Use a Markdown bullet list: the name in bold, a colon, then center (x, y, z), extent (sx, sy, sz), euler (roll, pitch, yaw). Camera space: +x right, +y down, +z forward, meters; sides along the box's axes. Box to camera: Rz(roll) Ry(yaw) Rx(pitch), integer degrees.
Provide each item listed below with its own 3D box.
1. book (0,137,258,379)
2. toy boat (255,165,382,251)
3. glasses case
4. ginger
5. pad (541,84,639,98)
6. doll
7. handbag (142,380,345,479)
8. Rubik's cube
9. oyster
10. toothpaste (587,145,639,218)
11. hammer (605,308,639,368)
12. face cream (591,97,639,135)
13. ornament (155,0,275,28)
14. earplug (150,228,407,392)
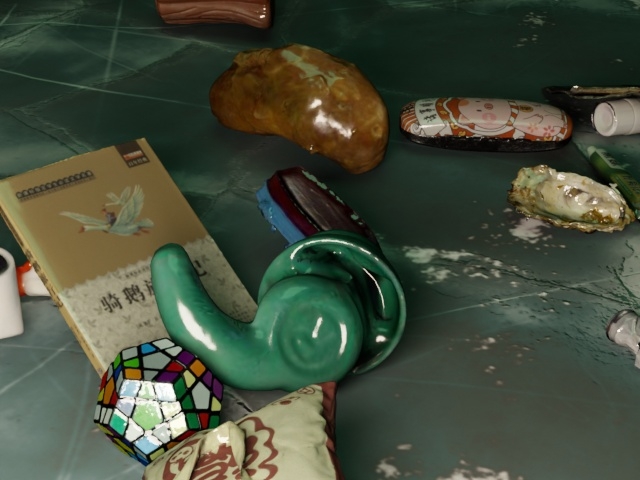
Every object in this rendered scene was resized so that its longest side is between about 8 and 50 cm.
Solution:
- **book**: center (-0.210, 0.030, 1.418), extent (0.217, 0.021, 0.310), euler (-22, 70, -38)
- **toy boat**: center (0.000, 0.000, 1.577), extent (0.100, 0.097, 0.223), euler (-18, 52, -37)
- **glasses case**: center (0.255, -0.179, 1.928), extent (0.266, 0.067, 0.103), euler (3, 28, 0)
- **ginger**: center (-0.032, -0.216, 1.872), extent (0.321, 0.172, 0.165), euler (23, 35, 31)
- **pad**: center (0.466, -0.244, 2.028), extent (0.174, 0.022, 0.233), euler (-2, 8, -3)
- **doll**: center (-0.349, 0.045, 1.424), extent (0.271, 0.144, 0.208), euler (-7, 21, -6)
- **handbag**: center (-0.069, 0.232, 1.122), extent (0.213, 0.127, 0.235), euler (-21, 26, 4)
- **Rubik's cube**: center (-0.162, 0.164, 1.255), extent (0.133, 0.133, 0.112), euler (-15, 62, -27)
- **oyster**: center (0.346, -0.050, 1.723), extent (0.177, 0.056, 0.105), euler (6, 41, 8)
- **toothpaste**: center (0.437, -0.085, 1.812), extent (0.049, 0.031, 0.204), euler (-6, 33, -13)
- **hammer**: center (0.543, 0.044, 1.475), extent (0.427, 0.044, 0.152), euler (-31, 42, -18)
- **face cream**: center (0.550, -0.206, 2.011), extent (0.243, 0.058, 0.092), euler (-9, 19, -27)
- **ornament**: center (-0.197, -0.498, 2.331), extent (0.217, 0.221, 0.235), euler (-1, 56, 1)
- **earplug**: center (-0.032, 0.069, 1.383), extent (0.257, 0.164, 0.280), euler (6, 18, 14)
